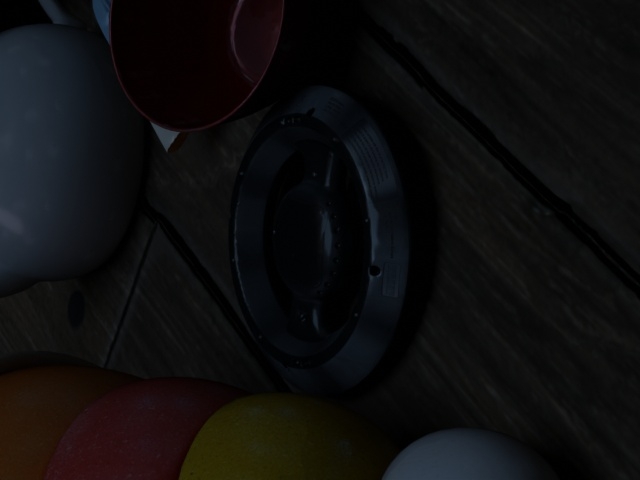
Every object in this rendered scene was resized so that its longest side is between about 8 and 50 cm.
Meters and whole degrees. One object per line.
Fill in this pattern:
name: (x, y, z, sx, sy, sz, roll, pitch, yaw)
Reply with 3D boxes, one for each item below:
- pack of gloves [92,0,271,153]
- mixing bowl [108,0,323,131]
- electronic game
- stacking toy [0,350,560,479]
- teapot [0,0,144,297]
pack of gloves: (-0.104, -0.216, 1.676, 0.195, 0.046, 0.232, -51, 49, 25)
mixing bowl: (-0.064, -0.168, 1.522, 0.181, 0.098, 0.181, -4, 84, 40)
electronic game: (0.000, 0.000, 1.467, 0.229, 0.048, 0.229, 5, 96, 56)
stacking toy: (-0.048, 0.210, 1.342, 0.480, 0.350, 0.350, -17, 72, 39)
teapot: (-0.286, -0.088, 1.787, 0.252, 0.187, 0.256, -56, 42, 36)
